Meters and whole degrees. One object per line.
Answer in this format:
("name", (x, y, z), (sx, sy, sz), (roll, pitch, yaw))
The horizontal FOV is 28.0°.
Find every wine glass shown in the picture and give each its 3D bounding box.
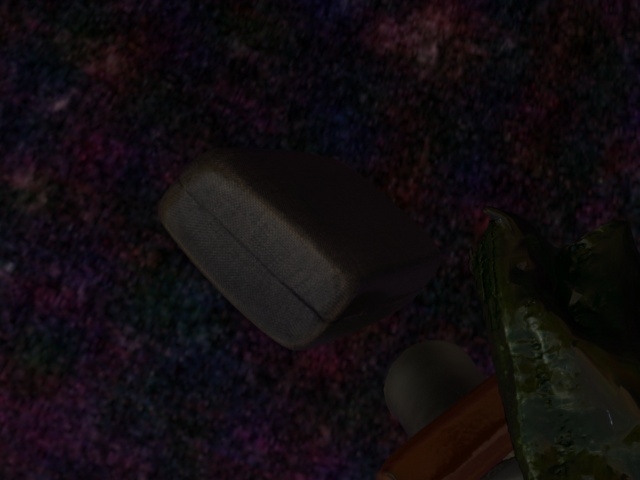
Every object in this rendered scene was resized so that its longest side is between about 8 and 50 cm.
("wine glass", (0.124, 0.165, 1.046), (0.103, 0.231, 0.103), (-5, 110, -14))

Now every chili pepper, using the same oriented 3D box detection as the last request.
("chili pepper", (0.133, 0.080, 0.590), (0.098, 0.224, 0.061), (-12, 162, -17))

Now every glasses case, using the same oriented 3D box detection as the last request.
("glasses case", (0.000, 0.000, 0.892), (0.131, 0.323, 0.074), (45, 102, 10))

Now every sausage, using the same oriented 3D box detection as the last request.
("sausage", (0.089, 0.105, 0.717), (0.041, 0.131, 0.039), (43, 157, 31))
